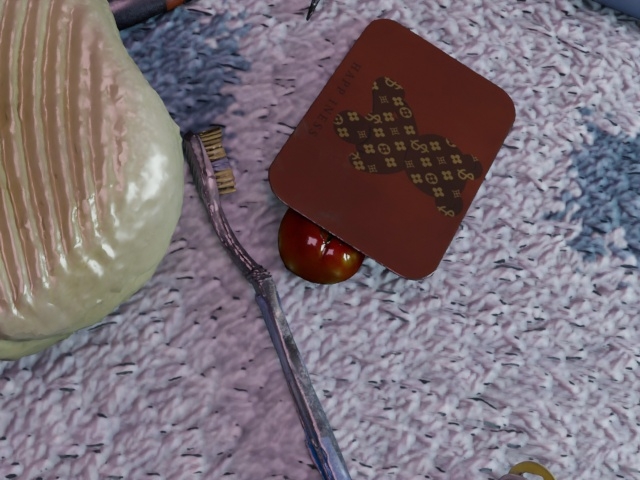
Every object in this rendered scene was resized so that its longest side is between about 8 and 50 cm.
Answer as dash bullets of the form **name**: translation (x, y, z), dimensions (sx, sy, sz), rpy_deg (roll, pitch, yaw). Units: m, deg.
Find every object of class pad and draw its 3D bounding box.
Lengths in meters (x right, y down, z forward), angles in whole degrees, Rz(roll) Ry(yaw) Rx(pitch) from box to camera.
- **pad**: translation (0.076, -0.094, 1.121), dimensions (0.181, 0.004, 0.267), rpy_deg (32, 56, -1)

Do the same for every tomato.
- **tomato**: translation (0.000, 0.000, 1.087), dimensions (0.087, 0.075, 0.087), rpy_deg (9, 61, -18)

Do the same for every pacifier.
- **pacifier**: translation (0.197, 0.242, 1.080), dimensions (0.064, 0.068, 0.083), rpy_deg (1, 93, -45)

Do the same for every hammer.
- **hammer**: translation (-0.118, -0.248, 1.146), dimensions (0.290, 0.037, 0.137), rpy_deg (-25, 80, -16)

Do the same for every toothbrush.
- **toothbrush**: translation (-0.039, 0.083, 1.076), dimensions (0.042, 0.035, 0.413), rpy_deg (-19, 80, -18)

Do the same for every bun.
- **bun**: translation (-0.294, -0.068, 0.965), dimensions (0.353, 0.227, 0.348), rpy_deg (0, 75, -14)

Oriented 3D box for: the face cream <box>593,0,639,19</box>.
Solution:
- **face cream**: translation (0.374, -0.266, 1.226), dimensions (0.385, 0.086, 0.135), rpy_deg (17, 73, -11)
